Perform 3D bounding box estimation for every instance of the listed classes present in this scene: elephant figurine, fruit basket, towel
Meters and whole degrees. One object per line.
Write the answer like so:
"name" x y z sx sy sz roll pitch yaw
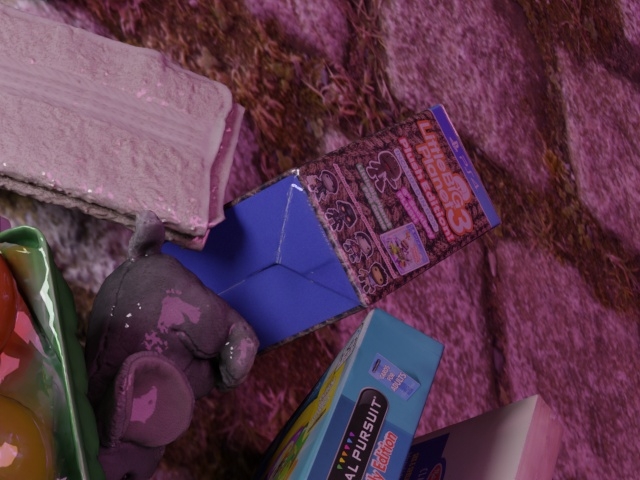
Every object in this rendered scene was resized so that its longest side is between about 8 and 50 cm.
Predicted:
"elephant figurine" -0.167 0.138 1.274 0.186 0.169 0.239 40 49 -1
"fruit basket" -0.286 0.100 1.060 0.353 0.165 0.327 29 46 -66
"towel" -0.211 -0.106 1.357 0.282 0.049 0.187 17 50 -11

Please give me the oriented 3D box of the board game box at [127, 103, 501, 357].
"board game box" 0.000 0.000 1.500 0.291 0.232 0.141 -28 91 -55

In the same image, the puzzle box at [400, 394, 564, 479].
"puzzle box" 0.061 0.324 1.346 0.052 0.272 0.409 50 38 -19

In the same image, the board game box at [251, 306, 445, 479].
"board game box" -0.021 0.253 1.295 0.079 0.254 0.336 30 42 -4
